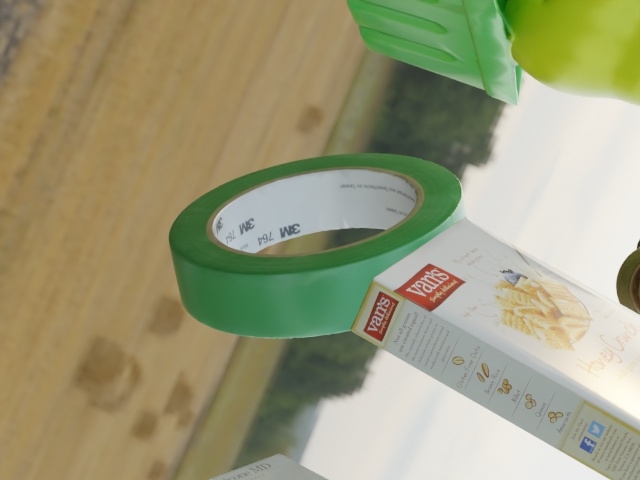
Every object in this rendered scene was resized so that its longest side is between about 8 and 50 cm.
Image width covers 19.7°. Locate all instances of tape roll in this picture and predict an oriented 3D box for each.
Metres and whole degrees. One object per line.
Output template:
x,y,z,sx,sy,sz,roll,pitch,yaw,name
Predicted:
0.000,0.000,1.988,0.321,0.321,0.077,-68,151,-64,tape roll

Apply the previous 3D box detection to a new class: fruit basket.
0.205,-0.269,1.712,0.392,0.392,0.283,114,-15,-77,fruit basket

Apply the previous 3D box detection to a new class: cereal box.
0.158,0.076,1.180,0.173,0.240,0.047,-31,148,-62,cereal box

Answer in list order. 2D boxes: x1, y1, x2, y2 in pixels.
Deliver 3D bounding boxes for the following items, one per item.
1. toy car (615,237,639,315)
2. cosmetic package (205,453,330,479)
0.358,0.048,1.845,0.188,0.149,0.155,-174,-88,-76,toy car
-0.004,0.274,1.607,0.117,0.231,0.085,-15,118,-42,cosmetic package
